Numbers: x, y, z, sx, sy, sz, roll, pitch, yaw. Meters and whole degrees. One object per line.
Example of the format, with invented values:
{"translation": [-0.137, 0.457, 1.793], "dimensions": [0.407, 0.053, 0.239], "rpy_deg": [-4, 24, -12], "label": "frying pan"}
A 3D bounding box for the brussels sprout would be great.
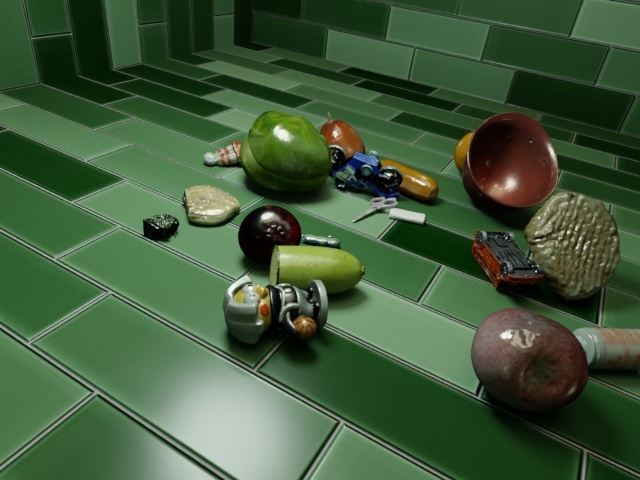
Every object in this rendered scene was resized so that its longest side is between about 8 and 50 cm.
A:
{"translation": [-0.133, -0.329, 1.734], "dimensions": [0.315, 0.275, 0.371], "rpy_deg": [-3, 34, -21], "label": "brussels sprout"}

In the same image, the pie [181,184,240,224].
{"translation": [-0.360, -0.122, 1.579], "dimensions": [0.185, 0.052, 0.218], "rpy_deg": [-6, 34, -16], "label": "pie"}

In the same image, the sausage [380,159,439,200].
{"translation": [0.330, -0.233, 1.839], "dimensions": [0.275, 0.105, 0.105], "rpy_deg": [31, 40, 32], "label": "sausage"}

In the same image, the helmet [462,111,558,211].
{"translation": [0.673, -0.259, 1.788], "dimensions": [0.338, 0.230, 0.384], "rpy_deg": [16, 69, -1], "label": "helmet"}

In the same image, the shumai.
{"translation": [0.727, 0.034, 1.465], "dimensions": [0.268, 0.313, 0.262], "rpy_deg": [5, -11, 0], "label": "shumai"}

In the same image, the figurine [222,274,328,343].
{"translation": [-0.108, 0.166, 1.125], "dimensions": [0.237, 0.132, 0.176], "rpy_deg": [0, 32, -17], "label": "figurine"}

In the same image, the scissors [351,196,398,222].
{"translation": [0.181, -0.111, 1.684], "dimensions": [0.111, 0.021, 0.212], "rpy_deg": [15, 34, 43], "label": "scissors"}

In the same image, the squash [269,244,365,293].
{"translation": [-0.006, 0.083, 1.271], "dimensions": [0.248, 0.132, 0.132], "rpy_deg": [4, 33, -12], "label": "squash"}

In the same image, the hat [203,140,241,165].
{"translation": [-0.377, -0.329, 1.879], "dimensions": [0.163, 0.093, 0.112], "rpy_deg": [-21, 29, -9], "label": "hat"}

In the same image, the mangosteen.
{"translation": [-0.150, -0.017, 1.376], "dimensions": [0.200, 0.199, 0.199], "rpy_deg": [5, 33, -3], "label": "mangosteen"}

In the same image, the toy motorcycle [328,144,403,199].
{"translation": [0.154, -0.244, 1.780], "dimensions": [0.316, 0.168, 0.113], "rpy_deg": [22, 45, 5], "label": "toy motorcycle"}

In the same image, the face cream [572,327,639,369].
{"translation": [0.662, 0.260, 1.156], "dimensions": [0.252, 0.101, 0.101], "rpy_deg": [3, 34, -7], "label": "face cream"}

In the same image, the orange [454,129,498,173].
{"translation": [0.676, -0.365, 1.983], "dimensions": [0.241, 0.240, 0.171], "rpy_deg": [0, 51, -11], "label": "orange"}

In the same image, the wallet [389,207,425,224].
{"translation": [0.304, -0.088, 1.680], "dimensions": [0.123, 0.025, 0.061], "rpy_deg": [13, 35, 9], "label": "wallet"}

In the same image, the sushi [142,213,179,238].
{"translation": [-0.473, -0.042, 1.437], "dimensions": [0.085, 0.056, 0.083], "rpy_deg": [15, 27, 13], "label": "sushi"}

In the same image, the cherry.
{"translation": [0.443, 0.256, 1.048], "dimensions": [0.240, 0.205, 0.239], "rpy_deg": [5, -2, 0], "label": "cherry"}

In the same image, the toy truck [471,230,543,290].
{"translation": [0.546, 0.066, 1.417], "dimensions": [0.108, 0.114, 0.252], "rpy_deg": [2, 32, -9], "label": "toy truck"}

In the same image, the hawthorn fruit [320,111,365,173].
{"translation": [0.070, -0.386, 1.892], "dimensions": [0.200, 0.251, 0.199], "rpy_deg": [-21, 24, 10], "label": "hawthorn fruit"}

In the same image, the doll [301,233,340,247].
{"translation": [0.000, 0.000, 1.486], "dimensions": [0.126, 0.027, 0.037], "rpy_deg": [11, 41, 5], "label": "doll"}
